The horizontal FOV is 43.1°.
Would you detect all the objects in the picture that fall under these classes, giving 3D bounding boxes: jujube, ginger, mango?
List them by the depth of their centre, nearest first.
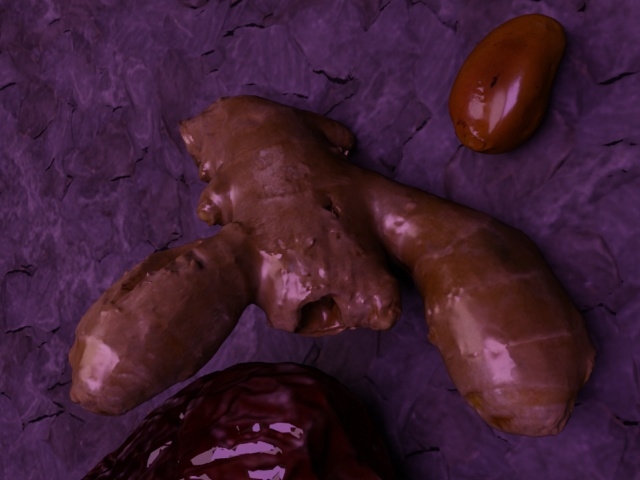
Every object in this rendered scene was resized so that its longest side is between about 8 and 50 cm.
[{"bbox_3d":[0.144,-0.120,0.621,0.080,0.060,0.114,46,113,40],"label":"mango"},{"bbox_3d":[0.014,-0.011,0.645,0.362,0.122,0.348,-2,47,3],"label":"ginger"},{"bbox_3d":[-0.092,0.230,0.685,0.342,0.216,0.216,-24,76,35],"label":"jujube"}]
